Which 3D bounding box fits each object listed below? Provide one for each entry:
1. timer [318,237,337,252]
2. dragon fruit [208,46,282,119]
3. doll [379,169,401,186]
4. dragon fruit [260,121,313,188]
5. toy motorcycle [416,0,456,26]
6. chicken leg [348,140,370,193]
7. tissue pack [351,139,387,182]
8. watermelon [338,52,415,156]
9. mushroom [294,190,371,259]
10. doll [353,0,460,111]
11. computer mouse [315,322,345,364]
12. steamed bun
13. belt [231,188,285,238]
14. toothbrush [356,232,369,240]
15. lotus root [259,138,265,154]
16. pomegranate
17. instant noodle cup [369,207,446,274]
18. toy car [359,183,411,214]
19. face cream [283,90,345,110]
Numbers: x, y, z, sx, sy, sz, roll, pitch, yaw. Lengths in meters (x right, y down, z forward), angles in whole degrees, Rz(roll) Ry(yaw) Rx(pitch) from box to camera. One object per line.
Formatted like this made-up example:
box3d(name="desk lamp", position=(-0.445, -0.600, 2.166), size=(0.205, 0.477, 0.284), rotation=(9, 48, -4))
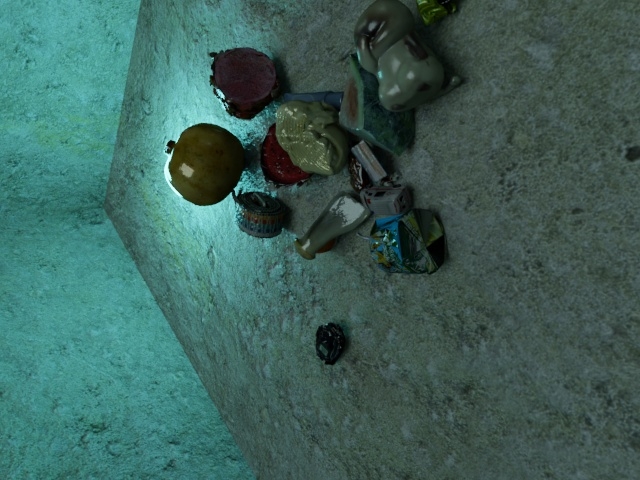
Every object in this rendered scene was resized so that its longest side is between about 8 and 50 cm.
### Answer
box3d(name="timer", position=(0.000, 0.000, 2.087), size=(0.099, 0.136, 0.136), rotation=(57, 134, 30))
box3d(name="dragon fruit", position=(-0.330, -0.681, 2.222), size=(0.263, 0.296, 0.314), rotation=(110, 136, -76))
box3d(name="doll", position=(0.254, -0.223, 1.824), size=(0.058, 0.040, 0.085), rotation=(37, 129, 21))
box3d(name="dragon fruit", position=(-0.132, -0.347, 2.128), size=(0.282, 0.100, 0.343), rotation=(-44, 62, -3))
box3d(name="toy motorcycle", position=(0.293, -0.833, 1.576), size=(0.206, 0.142, 0.342), rotation=(-41, 67, 44))
box3d(name="chicken leg", position=(0.153, -0.265, 1.908), size=(0.105, 0.063, 0.234), rotation=(10, 107, 50))
box3d(name="tissue pack", position=(0.177, -0.286, 1.802), size=(0.065, 0.115, 0.155), rotation=(-36, 95, 11))
box3d(name="watermelon", position=(0.170, -0.456, 1.758), size=(0.258, 0.228, 0.387), rotation=(-29, 71, 56))
box3d(name="mushroom", position=(0.037, -0.051, 1.961), size=(0.328, 0.122, 0.159), rotation=(-44, 39, 6))
box3d(name="doll", position=(0.239, -0.572, 1.556), size=(0.370, 0.226, 0.215), rotation=(53, 148, -2))
box3d(name="computer mouse", position=(0.049, 0.443, 2.159), size=(0.146, 0.077, 0.242), rotation=(43, 131, 33))
box3d(name="steamed bun", position=(-0.008, -0.407, 1.917), size=(0.289, 0.203, 0.276), rotation=(28, 139, 22))
box3d(name="belt", position=(-0.284, -0.138, 2.305), size=(0.295, 0.206, 0.161), rotation=(47, 134, 50))
box3d(name="toothbrush", position=(0.190, -0.002, 1.959), size=(0.131, 0.013, 0.011), rotation=(29, 128, 39))
box3d(name="lotus root", position=(-0.228, -0.389, 2.283), size=(0.183, 0.078, 0.204), rotation=(52, 133, 27))
box3d(name="pomegranate", position=(-0.565, -0.364, 2.395), size=(0.416, 0.416, 0.417), rotation=(12, 107, 45))
box3d(name="instant noodle cup", position=(0.288, 0.014, 1.711), size=(0.178, 0.240, 0.240), rotation=(-15, 87, 54))
box3d(name="toy car", position=(0.219, -0.142, 1.803), size=(0.209, 0.108, 0.089), rotation=(5, 129, 42))
box3d(name="face cream", position=(-0.021, -0.548, 2.020), size=(0.385, 0.086, 0.136), rotation=(10, 120, 49))
